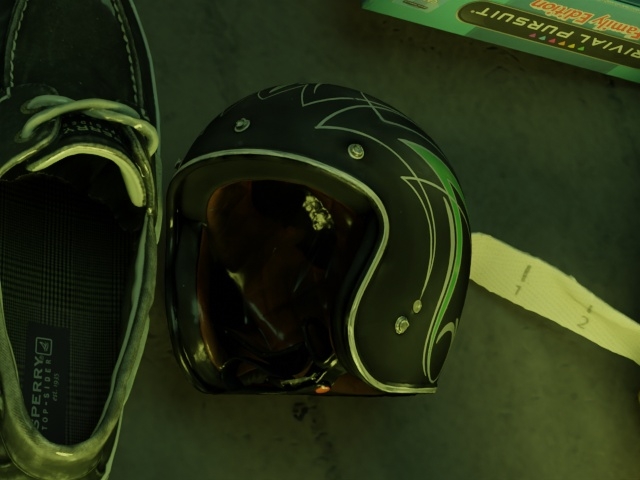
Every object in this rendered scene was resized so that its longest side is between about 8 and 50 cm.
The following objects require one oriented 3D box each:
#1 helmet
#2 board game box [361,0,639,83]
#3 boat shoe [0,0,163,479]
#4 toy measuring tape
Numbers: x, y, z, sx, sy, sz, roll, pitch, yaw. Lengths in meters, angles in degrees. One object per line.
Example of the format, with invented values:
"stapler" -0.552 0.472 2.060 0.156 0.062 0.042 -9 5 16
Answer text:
"helmet" 0.000 0.000 1.014 0.169 0.169 0.161 2 84 -19
"board game box" 0.143 -0.279 1.222 0.254 0.079 0.336 12 64 -29
"boat shoe" -0.125 -0.024 1.004 0.121 0.119 0.335 6 66 -24
"toy measuring tape" 0.188 0.105 1.073 0.330 0.121 0.121 28 58 5
